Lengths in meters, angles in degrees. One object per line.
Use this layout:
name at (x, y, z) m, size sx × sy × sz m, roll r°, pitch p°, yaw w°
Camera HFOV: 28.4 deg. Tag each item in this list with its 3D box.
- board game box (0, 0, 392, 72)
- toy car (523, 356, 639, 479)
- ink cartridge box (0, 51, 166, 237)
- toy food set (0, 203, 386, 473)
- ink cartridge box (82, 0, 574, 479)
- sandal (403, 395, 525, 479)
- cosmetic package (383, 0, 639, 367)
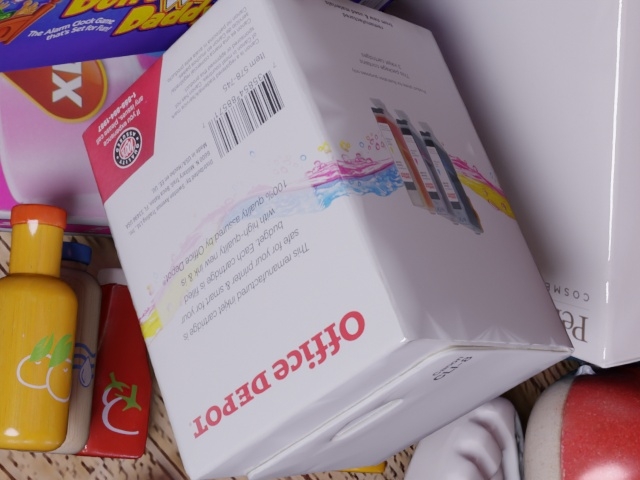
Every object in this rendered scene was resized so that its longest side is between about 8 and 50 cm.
board game box at (-0.110, -0.198, 0.556) m, size 0.347 × 0.078 × 0.233 m, roll -20°, pitch 75°, yaw -52°
toy car at (0.265, 0.143, 0.792) m, size 0.210 × 0.238 × 0.219 m, roll 20°, pitch 68°, yaw -58°
ink cartridge box at (-0.140, -0.093, 0.622) m, size 0.371 × 0.069 × 0.176 m, roll 3°, pitch 81°, yaw -38°
toy food set at (-0.068, 0.056, 0.624) m, size 0.232 × 0.111 × 0.104 m, roll 11°, pitch 76°, yaw -37°
ink cartridge box at (0.000, 0.000, 0.553) m, size 0.127 × 0.128 × 0.176 m, roll 9°, pitch 54°, yaw -48°
sandal at (0.015, 0.245, 0.686) m, size 0.416 × 0.102 × 0.169 m, roll -48°, pitch 130°, yaw -48°
cosmetic package at (0.146, -0.138, 0.686) m, size 0.155 × 0.197 × 0.365 m, roll -8°, pitch 104°, yaw -33°
